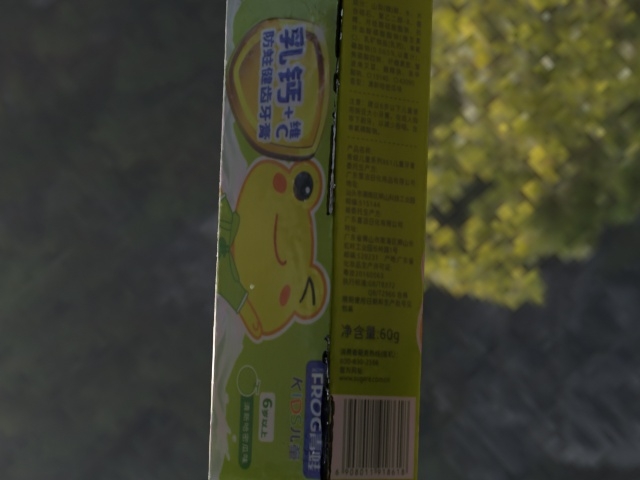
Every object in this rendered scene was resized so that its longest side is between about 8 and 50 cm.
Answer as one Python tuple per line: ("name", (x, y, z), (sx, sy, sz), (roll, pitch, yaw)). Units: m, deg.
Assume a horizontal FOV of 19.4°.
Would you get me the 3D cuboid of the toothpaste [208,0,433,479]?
("toothpaste", (0.000, 0.000, 1.118), (0.077, 0.327, 0.110), (6, 174, -41))
